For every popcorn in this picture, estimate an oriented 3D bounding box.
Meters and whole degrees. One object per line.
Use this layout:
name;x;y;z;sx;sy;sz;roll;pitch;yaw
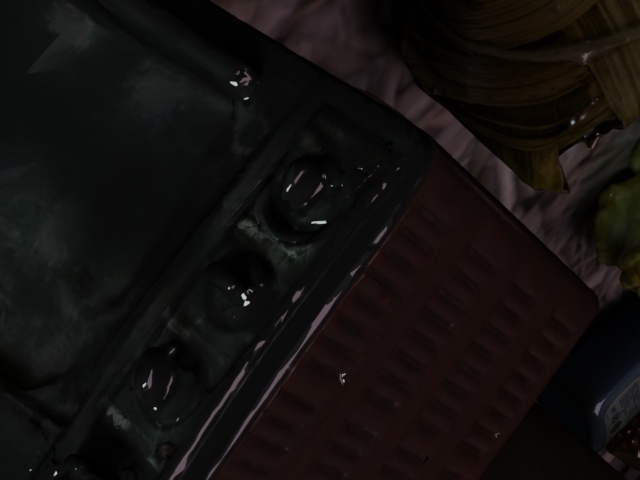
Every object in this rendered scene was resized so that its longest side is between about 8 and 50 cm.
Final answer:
popcorn;0.258;-0.009;0.942;0.141;0.135;0.162;-34;140;-35

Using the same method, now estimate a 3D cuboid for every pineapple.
pineapple;0.288;0.133;1.184;0.124;0.058;0.058;-62;146;-10

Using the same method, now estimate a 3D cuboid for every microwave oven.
microwave oven;-0.062;0.009;0.506;0.178;0.247;0.188;-57;146;2

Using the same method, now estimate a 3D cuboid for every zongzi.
zongzi;0.143;-0.185;0.617;0.286;0.134;0.288;-44;152;-2

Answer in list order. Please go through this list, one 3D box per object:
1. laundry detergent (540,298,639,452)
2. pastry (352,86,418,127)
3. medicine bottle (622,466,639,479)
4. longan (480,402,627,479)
laundry detergent;0.259;0.075;1.079;0.206;0.061;0.097;-38;142;-19
pastry;0.000;0.000;0.699;0.156;0.092;0.156;-28;132;-36
medicine bottle;0.327;0.232;1.248;0.219;0.115;0.078;-48;144;-6
longan;0.052;0.253;0.781;0.404;0.336;0.405;0;90;-71
